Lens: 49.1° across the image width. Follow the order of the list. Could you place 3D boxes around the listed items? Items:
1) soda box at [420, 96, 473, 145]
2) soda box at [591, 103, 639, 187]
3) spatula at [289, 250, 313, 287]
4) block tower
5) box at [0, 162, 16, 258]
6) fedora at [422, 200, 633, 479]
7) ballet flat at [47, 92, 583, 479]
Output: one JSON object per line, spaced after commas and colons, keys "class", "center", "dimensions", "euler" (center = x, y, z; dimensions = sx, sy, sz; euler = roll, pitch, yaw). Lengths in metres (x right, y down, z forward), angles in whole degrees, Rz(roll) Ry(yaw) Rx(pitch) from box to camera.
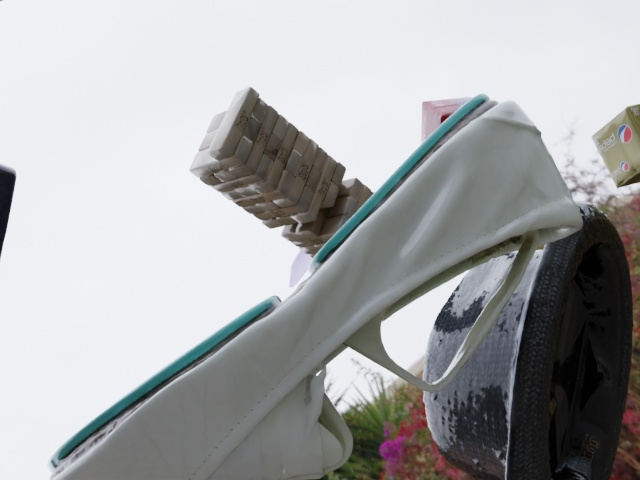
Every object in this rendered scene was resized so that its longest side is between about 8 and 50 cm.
{"class": "soda box", "center": [0.216, -0.095, 1.147], "dimensions": [0.092, 0.083, 0.263], "euler": [-8, -62, -11]}
{"class": "soda box", "center": [0.365, -0.106, 0.693], "dimensions": [0.181, 0.058, 0.061], "euler": [-14, -107, -20]}
{"class": "spatula", "center": [0.000, 0.000, 1.126], "dimensions": [0.030, 0.296, 0.084], "euler": [36, -70, 2]}
{"class": "block tower", "center": [-0.010, -0.047, 0.881], "dimensions": [0.335, 0.097, 0.091], "euler": [38, -121, -34]}
{"class": "box", "center": [-0.343, 0.007, 0.259], "dimensions": [0.294, 0.296, 0.183], "euler": [33, -118, -62]}
{"class": "fedora", "center": [0.201, 0.125, 0.708], "dimensions": [0.334, 0.152, 0.334], "euler": [-4, -84, -52]}
{"class": "ballet flat", "center": [0.010, 0.068, 0.451], "dimensions": [0.400, 0.139, 0.139], "euler": [-40, -60, -6]}
